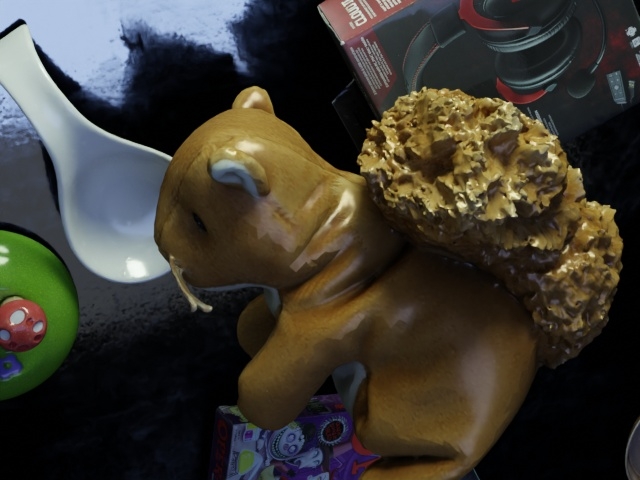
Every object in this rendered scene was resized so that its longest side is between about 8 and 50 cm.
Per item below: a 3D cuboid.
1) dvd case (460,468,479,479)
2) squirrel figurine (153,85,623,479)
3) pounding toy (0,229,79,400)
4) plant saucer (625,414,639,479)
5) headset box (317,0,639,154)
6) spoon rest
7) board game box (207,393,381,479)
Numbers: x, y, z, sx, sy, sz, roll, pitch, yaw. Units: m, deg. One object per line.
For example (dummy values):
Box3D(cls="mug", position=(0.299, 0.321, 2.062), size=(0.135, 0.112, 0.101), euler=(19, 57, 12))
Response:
Box3D(cls="dvd case", position=(0.126, 0.294, 1.609), size=(0.119, 0.013, 0.087), euler=(-29, 119, -4))
Box3D(cls="squirrel figurine", position=(0.056, -0.001, 1.257), size=(0.397, 0.281, 0.370), euler=(-37, 102, 24))
Box3D(cls="pounding toy", position=(-0.339, 0.091, 1.307), size=(0.236, 0.110, 0.183), euler=(4, 111, -20))
Box3D(cls="plant saucer", position=(0.440, 0.241, 1.683), size=(0.168, 0.029, 0.169), euler=(-7, 115, -15))
Box3D(cls="headset box", position=(0.152, -0.179, 1.338), size=(0.293, 0.110, 0.218), euler=(-28, 121, 3))
Box3D(cls="spoon rest", position=(-0.211, -0.070, 1.294), size=(0.137, 0.084, 0.276), euler=(-37, 118, 0))
Box3D(cls="board game box", position=(-0.034, 0.334, 1.537), size=(0.208, 0.056, 0.347), euler=(-6, 115, -32))
